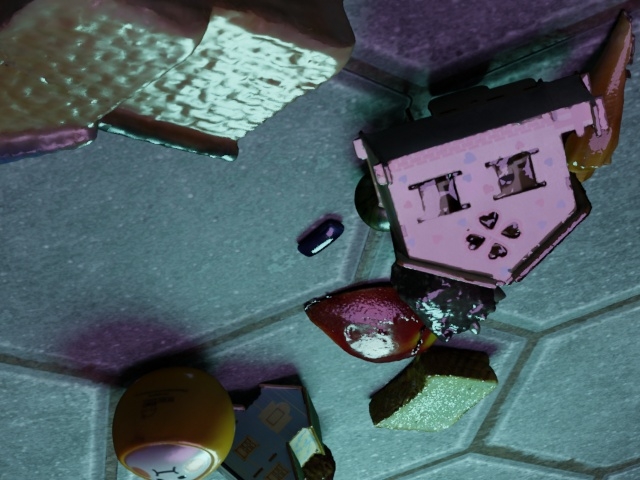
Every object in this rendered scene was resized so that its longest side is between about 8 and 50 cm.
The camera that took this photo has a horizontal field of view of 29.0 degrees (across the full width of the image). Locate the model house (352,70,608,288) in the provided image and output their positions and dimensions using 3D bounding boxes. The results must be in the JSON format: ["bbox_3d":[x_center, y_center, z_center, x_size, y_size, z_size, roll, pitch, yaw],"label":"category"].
[{"bbox_3d":[0.232,-0.071,1.671,0.326,0.169,0.244,-17,115,3],"label":"model house"}]

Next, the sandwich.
[{"bbox_3d":[0.214,0.286,2.341,0.186,0.065,0.215,11,139,-32],"label":"sandwich"}]

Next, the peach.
[{"bbox_3d":[0.103,0.147,2.106,0.279,0.068,0.189,5,138,-25],"label":"peach"}]

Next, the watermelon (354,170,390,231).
[{"bbox_3d":[0.099,-0.058,1.788,0.109,0.109,0.109,-9,145,-7],"label":"watermelon"}]

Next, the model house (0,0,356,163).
[{"bbox_3d":[-0.215,-0.251,1.248,0.382,0.335,0.342,14,147,-41],"label":"model house"}]

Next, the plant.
[{"bbox_3d":[0.208,0.082,1.991,0.129,0.132,0.194,-38,137,22],"label":"plant"}]

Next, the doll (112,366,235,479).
[{"bbox_3d":[-0.241,0.331,2.123,0.213,0.213,0.236,-16,142,3],"label":"doll"}]

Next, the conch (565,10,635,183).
[{"bbox_3d":[0.363,-0.172,1.726,0.093,0.109,0.330,0,133,-7],"label":"conch"}]

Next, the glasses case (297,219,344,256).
[{"bbox_3d":[0.000,0.000,1.899,0.033,0.023,0.083,20,133,-42],"label":"glasses case"}]

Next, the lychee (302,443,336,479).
[{"bbox_3d":[-0.055,0.471,2.410,0.194,0.194,0.194,-9,145,-7],"label":"lychee"}]

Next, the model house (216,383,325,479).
[{"bbox_3d":[-0.085,0.369,2.258,0.206,0.271,0.178,-47,147,-16],"label":"model house"}]
